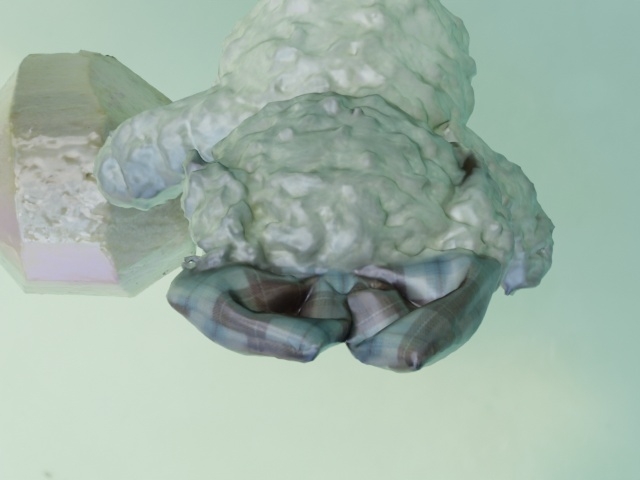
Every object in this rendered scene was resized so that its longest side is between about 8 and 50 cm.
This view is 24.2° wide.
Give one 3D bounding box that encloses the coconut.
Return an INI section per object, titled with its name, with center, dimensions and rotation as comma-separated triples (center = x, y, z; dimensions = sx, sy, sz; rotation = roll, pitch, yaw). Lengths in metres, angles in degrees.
[coconut]
center = -0.244, -0.059, 1.482
dimensions = 0.259, 0.259, 0.259
rotation = 11, 124, 16

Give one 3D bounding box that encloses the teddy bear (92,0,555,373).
[teddy bear]
center = 0.000, 0.000, 1.040
dimensions = 0.327, 0.362, 0.375
rotation = 10, 149, -7
